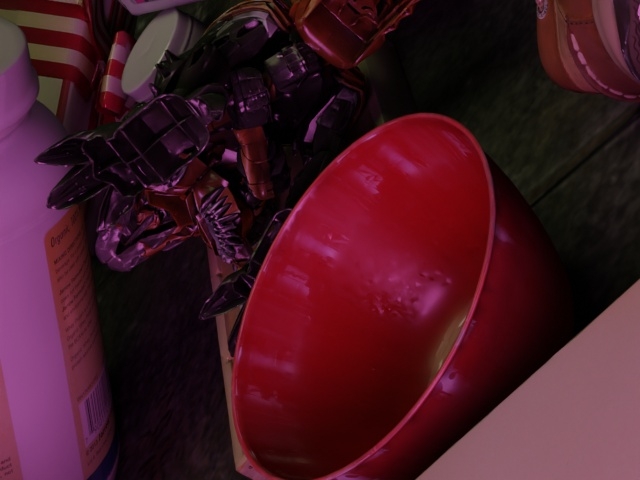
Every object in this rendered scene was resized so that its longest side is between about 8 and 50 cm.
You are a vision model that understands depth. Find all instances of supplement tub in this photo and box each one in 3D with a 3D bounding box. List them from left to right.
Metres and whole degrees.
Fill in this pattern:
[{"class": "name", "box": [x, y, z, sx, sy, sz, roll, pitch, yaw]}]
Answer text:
[{"class": "supplement tub", "box": [-0.254, 0.034, 1.023, 0.228, 0.228, 0.316, -120, 23, -61]}, {"class": "supplement tub", "box": [-0.074, -0.104, 1.125, 0.071, 0.107, 0.071, -41, 32, 34]}]

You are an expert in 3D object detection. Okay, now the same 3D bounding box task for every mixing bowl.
[{"class": "mixing bowl", "box": [0.051, 0.042, 0.761, 0.181, 0.098, 0.181, -37, 39, 38]}]

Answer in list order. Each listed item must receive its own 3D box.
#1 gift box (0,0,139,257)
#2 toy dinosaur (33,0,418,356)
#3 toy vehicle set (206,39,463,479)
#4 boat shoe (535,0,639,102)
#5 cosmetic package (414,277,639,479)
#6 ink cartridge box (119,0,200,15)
[{"class": "gift box", "box": [-0.255, -0.148, 1.238, 0.255, 0.258, 0.276, 89, -169, -82]}, {"class": "toy dinosaur", "box": [-0.044, -0.075, 0.930, 0.218, 0.164, 0.322, -66, 0, -50]}, {"class": "toy vehicle set", "box": [0.000, 0.000, 0.970, 0.166, 0.035, 0.267, -48, 29, 23]}, {"class": "boat shoe", "box": [0.175, -0.213, 0.782, 0.120, 0.122, 0.324, -10, 54, 61]}, {"class": "cosmetic package", "box": [0.087, 0.155, 0.576, 0.309, 0.113, 0.160, -46, 30, 26]}, {"class": "ink cartridge box", "box": [0.036, -0.285, 1.049, 0.324, 0.071, 0.330, -51, 28, -22]}]
